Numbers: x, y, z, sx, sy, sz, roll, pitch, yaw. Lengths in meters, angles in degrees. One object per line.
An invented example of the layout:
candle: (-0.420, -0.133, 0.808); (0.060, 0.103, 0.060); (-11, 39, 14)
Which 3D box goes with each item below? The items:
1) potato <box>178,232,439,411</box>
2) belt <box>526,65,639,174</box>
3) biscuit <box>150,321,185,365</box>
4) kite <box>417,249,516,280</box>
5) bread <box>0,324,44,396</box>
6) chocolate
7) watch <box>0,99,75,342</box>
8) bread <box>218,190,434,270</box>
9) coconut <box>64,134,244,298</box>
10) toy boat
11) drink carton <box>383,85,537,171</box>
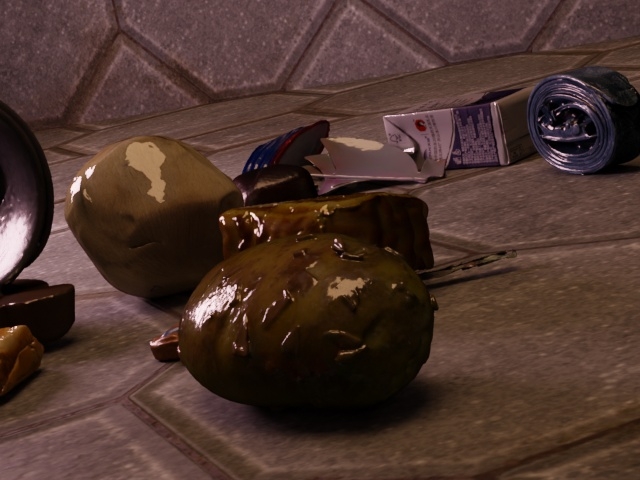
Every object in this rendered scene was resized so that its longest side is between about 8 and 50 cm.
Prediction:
potato: (-0.022, 0.069, 1.349); (0.298, 0.141, 0.176); (3, 29, 48)
belt: (0.364, -0.164, 2.106); (0.082, 0.141, 0.190); (-19, 16, -27)
biscuit: (-0.077, 0.089, 1.577); (0.183, 0.043, 0.280); (-22, 12, -17)
kite: (0.061, 0.055, 1.661); (0.314, 0.011, 0.335); (-14, 14, 1)
bread: (-0.342, 0.132, 1.600); (0.074, 0.053, 0.132); (-12, 13, 12)
chocolate: (-0.083, -0.066, 2.235); (0.149, 0.080, 0.125); (-1, 15, 36)
watch: (-0.480, -0.017, 1.763); (0.335, 0.326, 0.314); (-20, 14, -35)
bread: (0.000, 0.000, 1.665); (0.222, 0.096, 0.181); (-3, 2, 43)
coconut: (-0.195, -0.022, 1.880); (0.224, 0.224, 0.224); (-11, 11, 2)
toy boat: (0.032, -0.130, 2.381); (0.318, 0.072, 0.219); (-11, 33, 7)
drink carton: (0.225, -0.172, 2.391); (0.222, 0.101, 0.134); (-2, 17, 39)
